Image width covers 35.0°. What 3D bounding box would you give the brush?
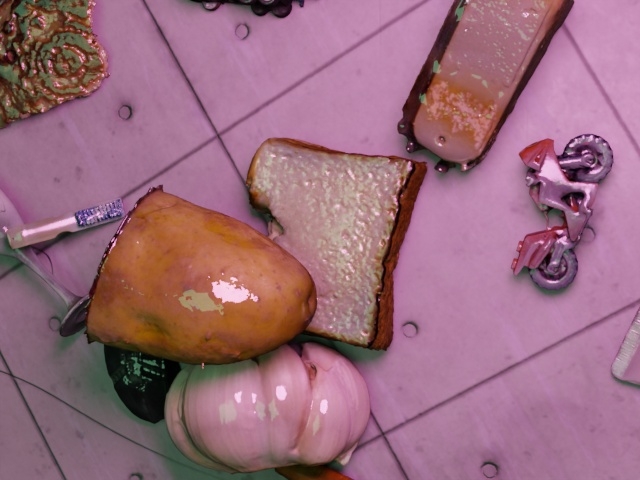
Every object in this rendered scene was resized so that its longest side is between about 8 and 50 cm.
[{"bbox_3d":[-0.378,-0.026,1.518,0.179,0.030,0.033,-18,99,-18],"label":"brush"}]

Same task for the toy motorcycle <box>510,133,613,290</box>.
[{"bbox_3d":[0.301,-0.044,1.332,0.118,0.084,0.212,16,102,7],"label":"toy motorcycle"}]

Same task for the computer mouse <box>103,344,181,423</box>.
[{"bbox_3d":[-0.271,0.183,1.525,0.106,0.062,0.192,-10,91,17],"label":"computer mouse"}]

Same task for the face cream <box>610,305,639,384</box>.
[{"bbox_3d":[0.540,0.174,1.277,0.314,0.089,0.143,26,99,25],"label":"face cream"}]

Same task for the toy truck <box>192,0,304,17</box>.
[{"bbox_3d":[-0.100,-0.372,1.441,0.202,0.074,0.088,8,90,16],"label":"toy truck"}]

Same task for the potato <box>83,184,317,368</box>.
[{"bbox_3d":[-0.138,0.067,1.317,0.266,0.229,0.229,19,98,14],"label":"potato"}]

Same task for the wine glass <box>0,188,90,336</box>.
[{"bbox_3d":[-0.511,0.041,1.495,0.309,0.264,0.096,42,130,11],"label":"wine glass"}]

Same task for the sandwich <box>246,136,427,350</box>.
[{"bbox_3d":[0.001,0.000,1.417,0.249,0.095,0.273,13,97,17],"label":"sandwich"}]

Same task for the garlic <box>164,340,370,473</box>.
[{"bbox_3d":[-0.085,0.217,1.410,0.281,0.185,0.203,-8,74,18],"label":"garlic"}]

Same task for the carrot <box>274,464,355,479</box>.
[{"bbox_3d":[0.011,0.352,1.456,0.161,0.055,0.055,27,100,20],"label":"carrot"}]

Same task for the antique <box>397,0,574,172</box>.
[{"bbox_3d":[0.209,-0.225,1.330,0.125,0.150,0.284,31,109,12],"label":"antique"}]

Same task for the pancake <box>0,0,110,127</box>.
[{"bbox_3d":[-0.449,-0.298,1.562,0.258,0.056,0.212,-22,93,9],"label":"pancake"}]
